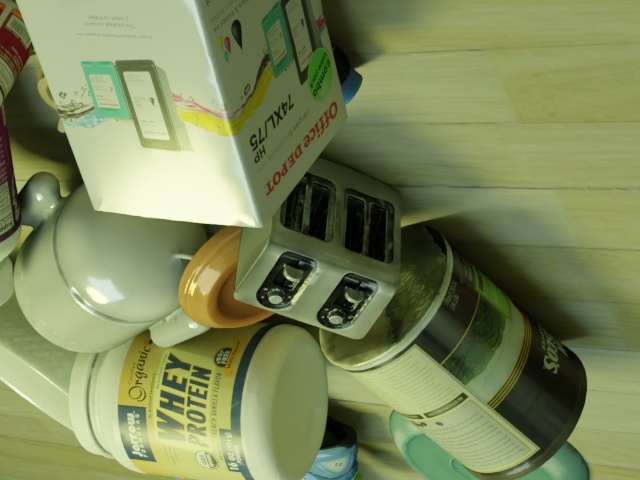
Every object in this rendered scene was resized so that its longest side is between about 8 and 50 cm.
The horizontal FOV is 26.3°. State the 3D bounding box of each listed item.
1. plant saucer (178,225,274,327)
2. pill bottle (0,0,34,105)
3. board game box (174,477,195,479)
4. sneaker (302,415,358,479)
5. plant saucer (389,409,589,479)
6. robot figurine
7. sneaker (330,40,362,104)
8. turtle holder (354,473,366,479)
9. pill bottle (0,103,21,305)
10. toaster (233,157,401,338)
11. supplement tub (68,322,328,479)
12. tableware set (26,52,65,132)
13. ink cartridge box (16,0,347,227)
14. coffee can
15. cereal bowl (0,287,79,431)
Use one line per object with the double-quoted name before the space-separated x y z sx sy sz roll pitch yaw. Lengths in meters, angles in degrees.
"plant saucer" -0.081 0.042 1.697 0.037 0.200 0.200 53 167 32
"pill bottle" -0.384 -0.196 1.538 0.086 0.152 0.086 17 150 10
"board game box" -0.172 0.328 2.127 0.210 0.047 0.160 41 128 4
"sneaker" -0.085 0.274 2.165 0.330 0.130 0.147 21 132 7
"plant saucer" 0.251 0.338 2.096 0.317 0.044 0.318 17 150 10
"robot figurine" -0.273 0.029 1.781 0.300 0.200 0.353 38 148 -13
"sneaker" -0.066 -0.166 1.453 0.232 0.081 0.090 -15 130 39
"turtle holder" -0.054 0.445 2.329 0.227 0.243 0.320 20 119 -26
"pill bottle" -0.460 -0.062 1.686 0.169 0.169 0.302 10 121 21
"toaster" 0.000 0.000 1.567 0.168 0.186 0.110 21 137 -17
"supplement tub" -0.170 0.223 1.928 0.316 0.228 0.228 2 145 24
"tableware set" -0.266 -0.180 1.598 0.194 0.039 0.128 -10 137 44
"ink cartridge box" -0.123 -0.180 1.269 0.197 0.198 0.270 6 130 28
"coffee can" 0.163 0.141 1.666 0.275 0.202 0.201 40 146 -28
"cereal bowl" -0.409 0.178 2.147 0.339 0.141 0.339 31 159 13
